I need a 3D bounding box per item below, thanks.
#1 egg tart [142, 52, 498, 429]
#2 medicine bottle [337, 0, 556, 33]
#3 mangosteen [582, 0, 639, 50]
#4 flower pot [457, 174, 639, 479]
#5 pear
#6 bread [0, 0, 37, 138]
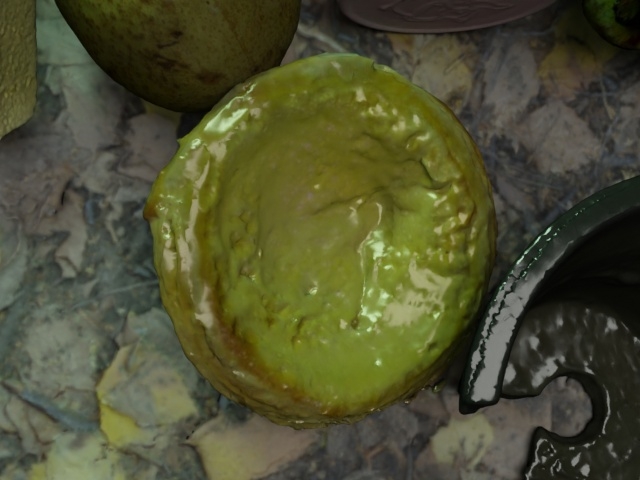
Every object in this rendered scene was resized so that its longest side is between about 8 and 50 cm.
[{"bbox_3d":[0.000,0.000,0.770,0.314,0.120,0.315,-1,93,-26],"label":"egg tart"},{"bbox_3d":[0.100,-0.357,0.793,0.202,0.202,0.316,-3,85,-11],"label":"medicine bottle"},{"bbox_3d":[0.311,-0.278,0.818,0.242,0.243,0.243,1,85,-11],"label":"mangosteen"},{"bbox_3d":[0.265,0.144,0.758,0.379,0.251,0.380,1,84,-9],"label":"flower pot"},{"bbox_3d":[-0.116,-0.215,0.736,0.188,0.211,0.229,-34,91,-9],"label":"pear"},{"bbox_3d":[-0.283,-0.183,0.718,0.125,0.068,0.188,22,122,16],"label":"bread"}]
